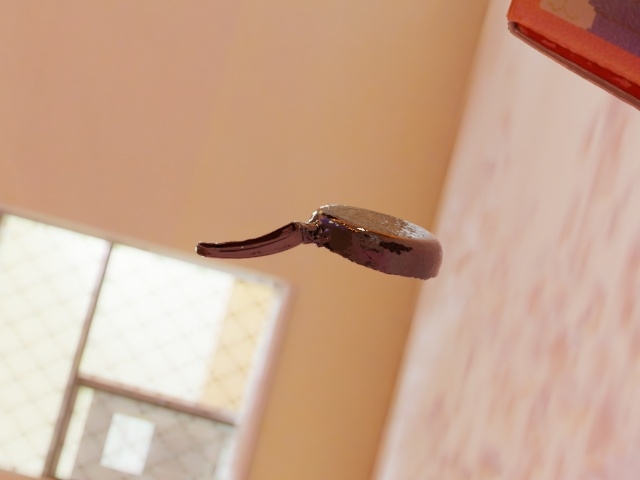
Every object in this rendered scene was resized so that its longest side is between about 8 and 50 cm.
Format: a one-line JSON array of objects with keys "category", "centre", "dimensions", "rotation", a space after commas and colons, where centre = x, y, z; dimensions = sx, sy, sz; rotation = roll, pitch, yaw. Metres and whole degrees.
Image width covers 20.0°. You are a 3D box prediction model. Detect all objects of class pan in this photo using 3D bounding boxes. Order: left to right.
[{"category": "pan", "centre": [0.000, -0.003, 1.447], "dimensions": [0.115, 0.212, 0.040], "rotation": [36, 120, 59]}]

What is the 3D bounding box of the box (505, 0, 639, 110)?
[{"category": "box", "centre": [0.350, -0.198, 1.082], "dimensions": [0.349, 0.318, 0.257], "rotation": [-29, -38, -50]}]
